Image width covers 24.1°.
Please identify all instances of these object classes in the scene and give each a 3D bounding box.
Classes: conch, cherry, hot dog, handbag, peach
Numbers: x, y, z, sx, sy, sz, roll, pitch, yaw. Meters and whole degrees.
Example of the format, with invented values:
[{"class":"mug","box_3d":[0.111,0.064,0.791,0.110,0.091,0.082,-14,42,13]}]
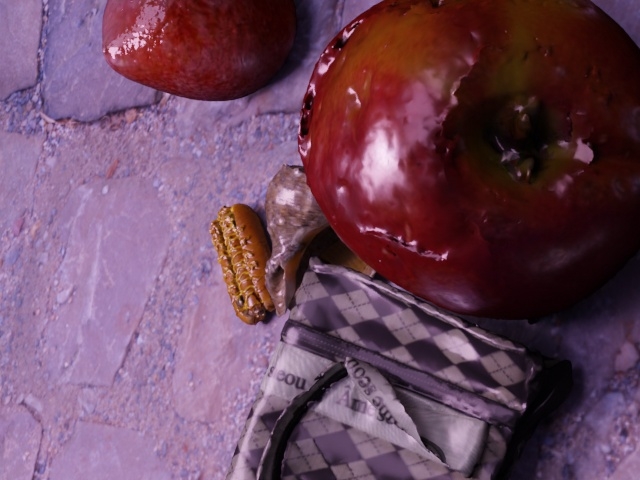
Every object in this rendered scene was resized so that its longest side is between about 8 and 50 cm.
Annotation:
[{"class":"conch","box_3d":[0.000,0.000,1.698,0.155,0.130,0.207,25,98,40]},{"class":"cherry","box_3d":[-0.159,-0.281,1.883,0.239,0.239,0.206,29,98,46]},{"class":"hot dog","box_3d":[-0.092,0.024,1.838,0.071,0.045,0.165,-41,51,29]},{"class":"handbag","box_3d":[0.059,0.254,1.526,0.316,0.180,0.416,16,84,39]},{"class":"peach","box_3d":[0.159,-0.107,1.499,0.339,0.353,0.416,-58,3,3]}]
